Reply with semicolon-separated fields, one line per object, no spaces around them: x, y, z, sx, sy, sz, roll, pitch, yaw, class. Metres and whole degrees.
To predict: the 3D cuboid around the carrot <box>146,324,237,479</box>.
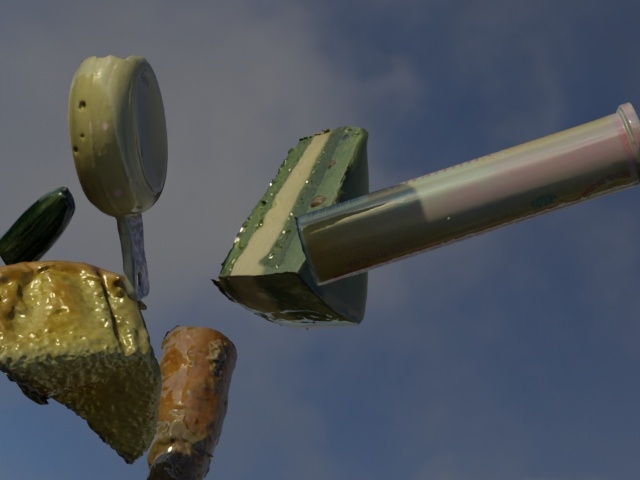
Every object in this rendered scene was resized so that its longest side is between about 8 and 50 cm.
-0.160;0.220;1.732;0.102;0.263;0.102;5;-45;5;carrot

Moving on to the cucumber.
-0.293;-0.014;1.571;0.048;0.105;0.048;42;12;-11;cucumber

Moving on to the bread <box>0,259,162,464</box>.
-0.233;0.097;1.494;0.251;0.133;0.174;45;11;-44;bread

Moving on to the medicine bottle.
0.184;-0.051;1.810;0.108;0.426;0.108;-18;90;-84;medicine bottle

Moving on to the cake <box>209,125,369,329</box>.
0.001;-0.006;2.083;0.158;0.283;0.172;-4;-43;37;cake

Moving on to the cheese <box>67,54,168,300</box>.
-0.180;-0.058;1.380;0.064;0.137;0.227;-3;-82;15;cheese
